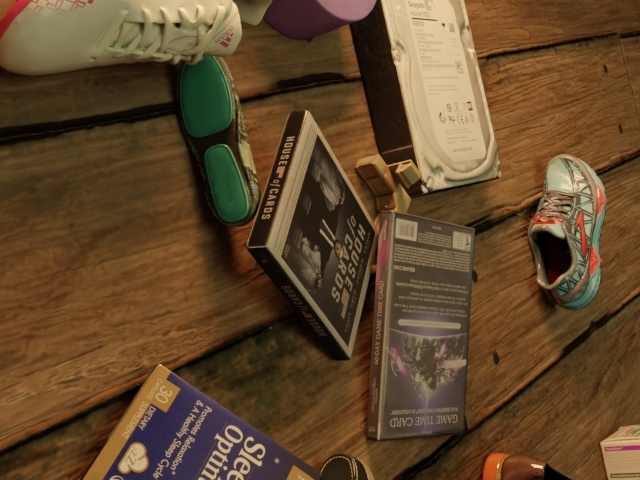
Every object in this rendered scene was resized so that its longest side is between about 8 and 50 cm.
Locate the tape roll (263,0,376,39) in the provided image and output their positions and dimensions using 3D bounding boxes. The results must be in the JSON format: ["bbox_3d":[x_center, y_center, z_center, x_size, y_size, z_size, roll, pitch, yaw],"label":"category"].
[{"bbox_3d":[-0.014,-0.343,1.211,0.189,0.080,0.189,20,65,-49],"label":"tape roll"}]

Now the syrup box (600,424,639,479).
[{"bbox_3d":[0.558,0.439,1.716,0.093,0.096,0.237,-12,91,-53],"label":"syrup box"}]

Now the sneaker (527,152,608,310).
[{"bbox_3d":[0.394,-0.025,1.630,0.125,0.104,0.262,19,65,-46],"label":"sneaker"}]

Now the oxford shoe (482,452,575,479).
[{"bbox_3d":[0.334,0.392,1.436,0.271,0.098,0.097,45,48,-36],"label":"oxford shoe"}]

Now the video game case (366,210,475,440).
[{"bbox_3d":[0.131,0.110,1.278,0.196,0.026,0.274,10,84,-51],"label":"video game case"}]

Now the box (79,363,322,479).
[{"bbox_3d":[-0.089,0.227,0.909,0.225,0.036,0.136,36,48,-7],"label":"box"}]

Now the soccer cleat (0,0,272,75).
[{"bbox_3d":[-0.153,-0.215,0.940,0.143,0.116,0.331,43,41,0],"label":"soccer cleat"}]

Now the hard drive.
[{"bbox_3d":[0.145,-0.235,1.401,0.237,0.064,0.339,-12,89,-53],"label":"hard drive"}]

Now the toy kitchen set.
[{"bbox_3d":[0.085,-0.056,1.267,0.083,0.068,0.075,51,45,-30],"label":"toy kitchen set"}]

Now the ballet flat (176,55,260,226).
[{"bbox_3d":[-0.104,-0.106,1.054,0.070,0.070,0.188,-10,90,-53],"label":"ballet flat"}]

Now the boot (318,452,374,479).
[{"bbox_3d":[-0.035,0.285,1.005,0.178,0.085,0.236,47,45,-30],"label":"boot"}]

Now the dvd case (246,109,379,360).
[{"bbox_3d":[0.000,0.000,1.127,0.239,0.029,0.179,55,41,-48],"label":"dvd case"}]
